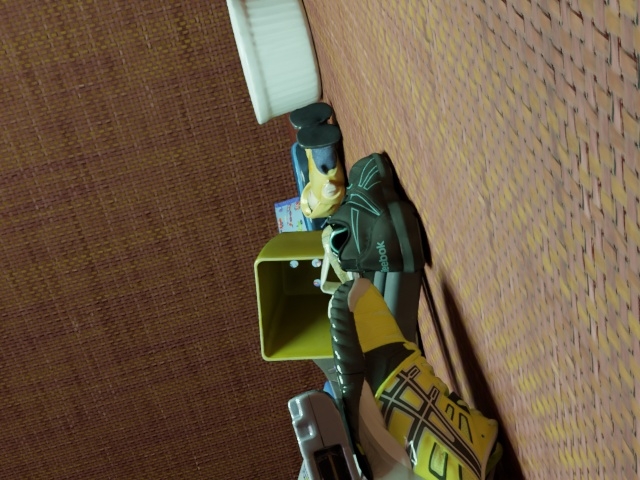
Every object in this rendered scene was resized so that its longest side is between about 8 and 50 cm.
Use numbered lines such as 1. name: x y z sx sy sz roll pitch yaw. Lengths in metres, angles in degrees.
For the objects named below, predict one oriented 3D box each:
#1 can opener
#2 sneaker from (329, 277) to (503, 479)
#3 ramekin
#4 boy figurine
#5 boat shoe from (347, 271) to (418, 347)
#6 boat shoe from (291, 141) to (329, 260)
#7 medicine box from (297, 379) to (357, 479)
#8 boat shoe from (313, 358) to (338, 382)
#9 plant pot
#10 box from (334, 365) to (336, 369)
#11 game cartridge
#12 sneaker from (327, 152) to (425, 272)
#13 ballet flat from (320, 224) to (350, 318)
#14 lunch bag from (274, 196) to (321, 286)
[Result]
1. can opener: 0.059 0.158 1.246 0.076 0.095 0.283 150 131 -64
2. sneaker: 0.107 0.204 1.074 0.145 0.147 0.384 76 177 -58
3. ramekin: -0.090 -0.377 1.991 0.277 0.135 0.277 165 90 -87
4. boy figurine: -0.003 -0.143 1.946 0.285 0.092 0.177 87 165 -60
5. boat shoe: 0.096 0.089 1.445 0.070 0.078 0.219 -110 -2 -67
6. boat shoe: 0.003 -0.086 2.143 0.109 0.089 0.258 -126 25 -77
7. medicine box: 0.058 0.485 2.187 0.263 0.149 0.289 -123 48 -79
8. boat shoe: 0.083 0.309 2.386 0.116 0.123 0.324 -38 -75 -46
9. plant pot: -0.008 0.084 1.917 0.187 0.212 0.212 -93 0 -64
10. box: 0.110 0.280 1.575 0.201 0.057 0.293 55 178 -3
11. game cartridge: 0.032 0.302 1.088 0.196 0.060 0.294 113 140 -81
12. sneaker: 0.055 -0.036 1.294 0.267 0.106 0.101 -108 4 -66
13. ballet flat: 0.061 0.085 1.597 0.348 0.123 0.123 79 175 -51
14. lunch bag: 0.000 0.000 2.371 0.293 0.138 0.220 174 84 -77
